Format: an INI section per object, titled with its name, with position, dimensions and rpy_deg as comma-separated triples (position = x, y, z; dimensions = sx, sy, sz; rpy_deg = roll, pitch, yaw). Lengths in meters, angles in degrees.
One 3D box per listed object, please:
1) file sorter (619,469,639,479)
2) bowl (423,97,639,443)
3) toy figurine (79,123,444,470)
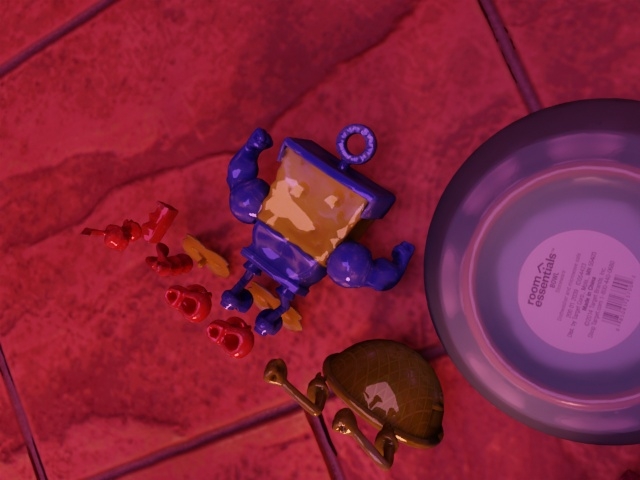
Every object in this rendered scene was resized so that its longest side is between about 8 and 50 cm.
[file sorter]
position = 0.265, 0.323, 0.536
dimensions = 0.182, 0.291, 0.202
rpy_deg = 27, 94, 15
[bowl]
position = 0.218, 0.029, 0.624
dimensions = 0.312, 0.163, 0.311
rpy_deg = 0, 91, 20
[toy figurine]
position = 0.000, 0.000, 0.699
dimensions = 0.363, 0.191, 0.217
rpy_deg = 35, 97, 19
